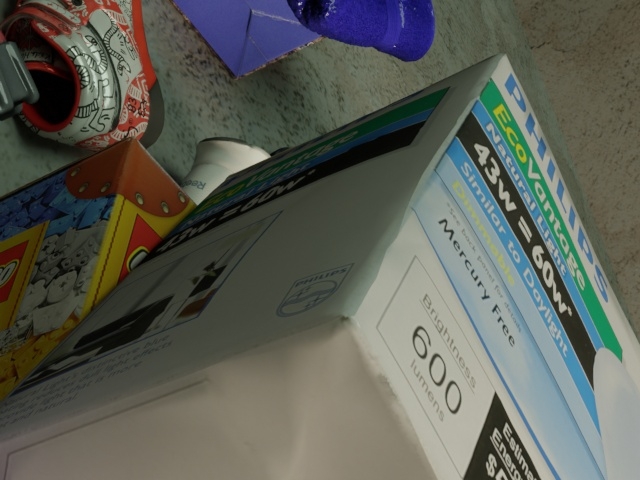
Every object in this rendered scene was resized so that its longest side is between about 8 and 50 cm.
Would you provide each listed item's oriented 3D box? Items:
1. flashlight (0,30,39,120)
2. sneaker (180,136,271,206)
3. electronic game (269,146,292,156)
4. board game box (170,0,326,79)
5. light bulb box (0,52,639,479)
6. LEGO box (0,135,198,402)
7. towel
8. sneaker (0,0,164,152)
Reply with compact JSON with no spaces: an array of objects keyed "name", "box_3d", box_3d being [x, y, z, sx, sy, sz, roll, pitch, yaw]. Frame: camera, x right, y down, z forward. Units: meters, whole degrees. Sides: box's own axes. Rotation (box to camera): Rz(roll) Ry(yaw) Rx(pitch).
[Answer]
[{"name":"flashlight","box_3d":[-0.309,-0.215,0.814,0.304,0.103,0.103,65,28,-10]},{"name":"sneaker","box_3d":[-0.059,0.043,1.143,0.297,0.111,0.129,55,49,-28]},{"name":"electronic game","box_3d":[0.000,0.000,1.328,0.229,0.048,0.229,52,24,-34]},{"name":"board game box","box_3d":[-0.090,-0.376,1.339,0.232,0.141,0.291,50,30,-35]},{"name":"light bulb box","box_3d":[0.052,0.136,0.650,0.357,0.225,0.361,61,27,-14]},{"name":"LEGO box","box_3d":[-0.079,0.246,0.796,0.500,0.193,0.372,50,31,-35]},{"name":"towel","box_3d":[0.036,-0.323,1.289,0.308,0.076,0.227,-7,76,-64]},{"name":"sneaker","box_3d":[-0.222,-0.205,0.995,0.145,0.090,0.270,-4,77,-67]}]
